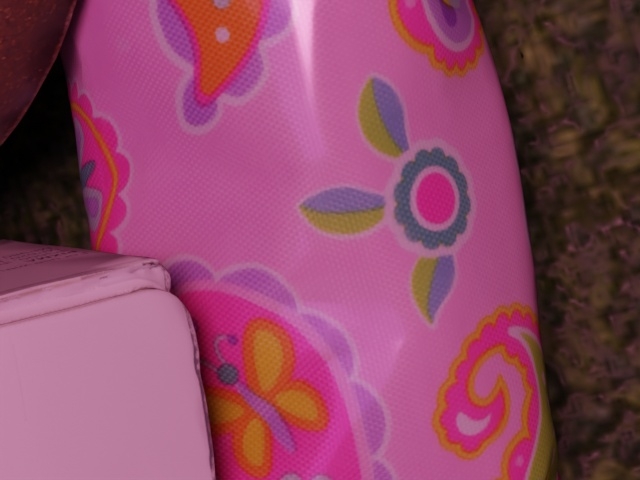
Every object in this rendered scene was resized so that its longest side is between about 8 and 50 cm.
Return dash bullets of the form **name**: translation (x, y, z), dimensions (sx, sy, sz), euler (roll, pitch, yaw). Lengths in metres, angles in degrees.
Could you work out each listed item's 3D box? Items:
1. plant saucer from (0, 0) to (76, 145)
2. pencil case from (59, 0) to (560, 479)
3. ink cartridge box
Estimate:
- **plant saucer**: translation (-0.199, -0.124, 0.398), dimensions (0.310, 0.050, 0.311), euler (13, 123, 20)
- **pencil case**: translation (0.000, 0.000, 0.444), dimensions (0.124, 0.124, 0.284), euler (-9, 99, 21)
- **ink cartridge box**: translation (-0.117, 0.083, 0.456), dimensions (0.218, 0.092, 0.159), euler (4, 105, 53)
